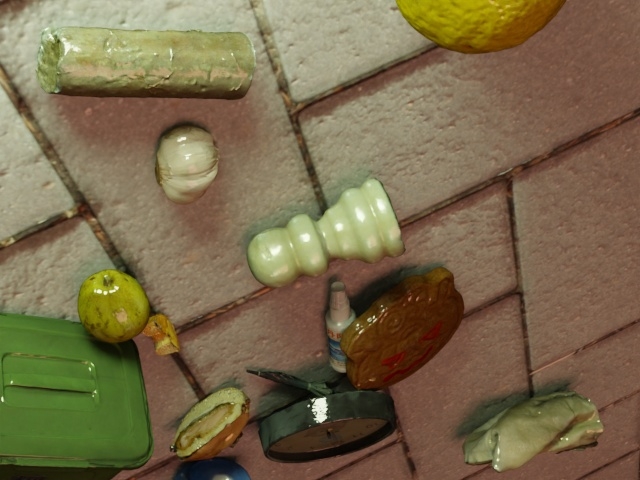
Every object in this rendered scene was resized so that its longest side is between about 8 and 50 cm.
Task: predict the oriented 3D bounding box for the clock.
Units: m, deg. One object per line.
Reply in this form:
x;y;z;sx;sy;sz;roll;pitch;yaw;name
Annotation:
0.016;0.375;1.767;0.280;0.056;0.281;-11;152;-6;clock

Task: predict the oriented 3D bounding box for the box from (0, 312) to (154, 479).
-0.442;0.255;1.342;0.328;0.253;0.178;15;135;-37;box

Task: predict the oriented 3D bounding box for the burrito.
0.489;0.447;2.095;0.331;0.190;0.135;-8;98;-25;burrito

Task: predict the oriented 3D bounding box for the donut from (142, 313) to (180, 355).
-0.267;0.156;1.466;0.037;0.067;0.083;-16;173;9;donut

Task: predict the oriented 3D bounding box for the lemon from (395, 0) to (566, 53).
0.205;-0.365;1.098;0.267;0.267;0.267;-15;136;-15;lemon

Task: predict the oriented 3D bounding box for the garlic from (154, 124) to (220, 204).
-0.185;-0.105;1.254;0.094;0.074;0.113;-5;117;-12;garlic

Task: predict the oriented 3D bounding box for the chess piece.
0.000;0.000;1.422;0.243;0.133;0.133;-20;137;-3;chess piece

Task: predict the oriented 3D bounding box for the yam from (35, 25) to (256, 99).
-0.217;-0.221;1.112;0.259;0.093;0.093;-3;131;-26;yam

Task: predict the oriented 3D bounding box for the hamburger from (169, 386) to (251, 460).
-0.195;0.348;1.677;0.176;0.087;0.102;-43;147;5;hamburger

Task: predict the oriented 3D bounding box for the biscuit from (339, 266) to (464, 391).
0.163;0.175;1.684;0.273;0.049;0.257;-35;141;-17;biscuit

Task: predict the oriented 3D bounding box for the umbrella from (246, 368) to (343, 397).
-0.032;0.278;1.725;0.269;0.044;0.044;22;87;-41;umbrella

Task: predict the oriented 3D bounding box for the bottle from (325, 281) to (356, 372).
0.037;0.157;1.635;0.060;0.060;0.217;-19;135;-12;bottle

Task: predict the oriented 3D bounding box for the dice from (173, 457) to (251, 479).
-0.219;0.534;1.788;0.146;0.143;0.146;6;127;-33;dice

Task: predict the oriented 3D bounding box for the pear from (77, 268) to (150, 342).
-0.314;0.101;1.356;0.107;0.107;0.131;-18;144;-13;pear
